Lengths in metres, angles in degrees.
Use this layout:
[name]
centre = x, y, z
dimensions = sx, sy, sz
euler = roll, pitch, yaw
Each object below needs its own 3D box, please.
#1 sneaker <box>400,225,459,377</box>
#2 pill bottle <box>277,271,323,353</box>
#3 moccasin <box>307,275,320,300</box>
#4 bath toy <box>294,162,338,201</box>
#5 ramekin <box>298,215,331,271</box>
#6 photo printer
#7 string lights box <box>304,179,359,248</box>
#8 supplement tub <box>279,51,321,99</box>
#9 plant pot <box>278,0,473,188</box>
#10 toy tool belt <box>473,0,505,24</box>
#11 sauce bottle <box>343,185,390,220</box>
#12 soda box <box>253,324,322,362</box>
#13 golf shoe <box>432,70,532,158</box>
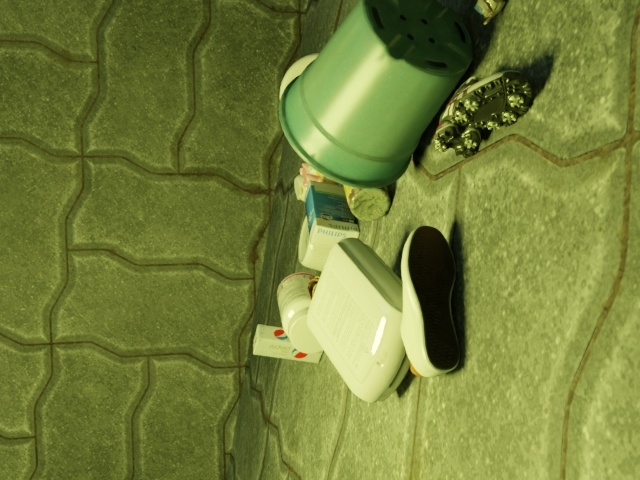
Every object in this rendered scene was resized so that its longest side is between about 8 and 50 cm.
[sneaker]
centre = 0.187, 0.116, 1.259
dimensions = 0.123, 0.106, 0.289
euler = 128, 148, -60
[pill bottle]
centre = -0.045, 0.224, 2.075
dimensions = 0.283, 0.161, 0.160
euler = -112, 33, -67
[moccasin]
centre = 0.036, 0.177, 1.784
dimensions = 0.380, 0.147, 0.139
euler = -116, 37, -68
[bath toy]
centre = 0.009, -0.220, 2.258
dimensions = 0.348, 0.129, 0.151
euler = 130, 128, -67
[ramekin]
centre = 0.000, 0.000, 2.161
dimensions = 0.207, 0.109, 0.207
euler = -170, 90, -78
[photo printer]
centre = 0.098, 0.176, 1.452
dimensions = 0.307, 0.107, 0.255
euler = 50, 129, 48
[string lights box]
centre = 0.030, -0.079, 2.028
dimensions = 0.259, 0.134, 0.076
euler = -98, 22, -54
[supplement tub]
centre = 0.017, -0.424, 1.998
dimensions = 0.331, 0.241, 0.240
euler = -57, -21, -80
[plant pot]
centre = 0.130, -0.343, 1.428
dimensions = 0.334, 0.341, 0.340
euler = 130, 148, -51
[toy tool belt]
centre = 0.310, -0.439, 1.258
dimensions = 0.083, 0.052, 0.051
euler = -102, 33, -60
[sauce bottle]
centre = 0.111, -0.179, 1.815
dimensions = 0.344, 0.112, 0.111
euler = -98, 21, -58
[soda box]
centre = -0.101, 0.328, 2.116
dimensions = 0.069, 0.216, 0.073
euler = -97, 21, -56
[golf shoe]
centre = 0.275, -0.245, 1.165
dimensions = 0.273, 0.105, 0.120
euler = 141, 144, -70
